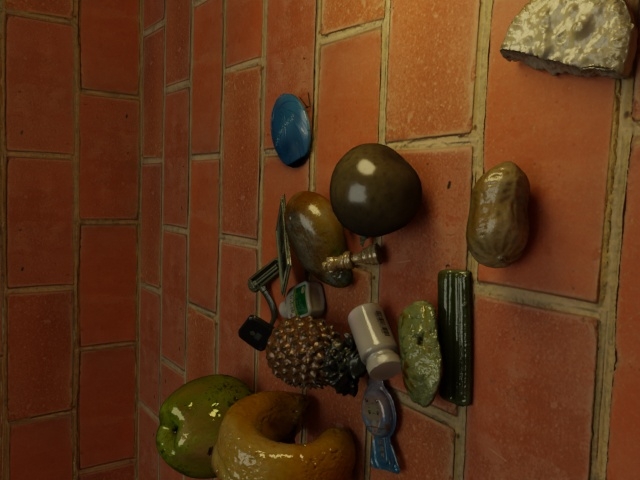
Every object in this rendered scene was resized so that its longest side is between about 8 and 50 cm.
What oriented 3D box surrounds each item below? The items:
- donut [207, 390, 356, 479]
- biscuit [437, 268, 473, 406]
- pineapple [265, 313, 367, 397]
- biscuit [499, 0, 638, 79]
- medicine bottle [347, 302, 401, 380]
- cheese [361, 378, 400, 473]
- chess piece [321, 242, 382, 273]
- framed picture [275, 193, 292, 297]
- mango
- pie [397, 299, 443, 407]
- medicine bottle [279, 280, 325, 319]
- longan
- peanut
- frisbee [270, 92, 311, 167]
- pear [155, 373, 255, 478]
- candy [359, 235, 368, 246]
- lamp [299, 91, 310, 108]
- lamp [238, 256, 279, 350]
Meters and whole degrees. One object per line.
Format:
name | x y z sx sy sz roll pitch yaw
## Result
donut | -0.117 0.598 1.771 0.435 0.377 0.164 29 115 46
biscuit | 0.312 0.228 1.423 0.099 0.038 0.323 2 92 52
pineapple | 0.021 0.339 1.717 0.357 0.222 0.223 7 97 44
biscuit | 0.464 -0.403 1.142 0.281 0.084 0.179 29 115 52
medicine bottle | 0.143 0.263 1.583 0.103 0.102 0.187 -60 35 37
cheese | 0.161 0.496 1.633 0.135 0.052 0.245 -14 79 54
chess piece | 0.083 0.053 1.661 0.171 0.060 0.060 -13 78 22
framed picture | -0.121 0.019 1.944 0.217 0.017 0.274 104 162 -54
mango | 0.000 0.000 1.783 0.193 0.146 0.316 -42 73 49
pie | 0.234 0.275 1.450 0.201 0.089 0.248 104 164 -63
medicine bottle | -0.061 0.201 1.930 0.183 0.069 0.119 -29 63 53
longan | 0.138 -0.123 1.520 0.245 0.215 0.246 3 97 26
peanut | 0.369 -0.051 1.253 0.129 0.129 0.225 10 102 55
frisbee | -0.111 -0.356 1.974 0.242 0.045 0.242 30 126 51
pear | -0.406 0.676 2.185 0.391 0.391 0.391 2 93 55
candy | 0.099 -0.053 1.714 0.182 0.046 0.053 60 139 42
lamp | -0.075 -0.429 1.965 0.121 0.041 0.054 -30 75 55
lamp | -0.173 0.207 2.047 0.203 0.124 0.283 -51 22 35
